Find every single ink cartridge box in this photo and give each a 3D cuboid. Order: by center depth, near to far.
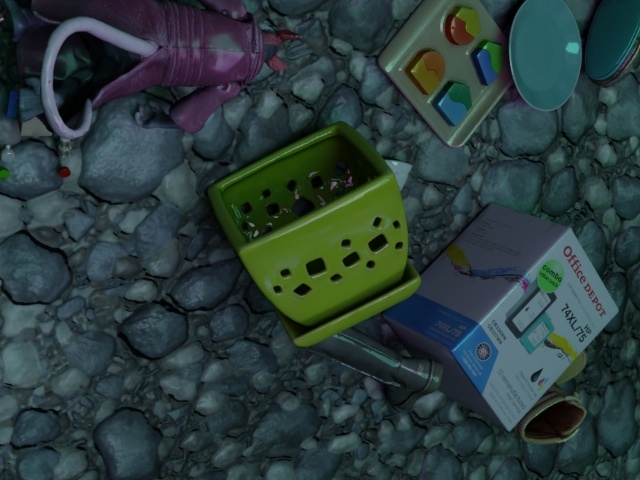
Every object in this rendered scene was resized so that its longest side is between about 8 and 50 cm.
[{"bbox_3d":[0.285,0.114,1.628,0.270,0.197,0.198,-45,120,-13],"label":"ink cartridge box"}]

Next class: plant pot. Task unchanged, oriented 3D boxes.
[{"bbox_3d":[0.000,0.000,1.412,0.228,0.227,0.207,-26,120,-4],"label":"plant pot"}]

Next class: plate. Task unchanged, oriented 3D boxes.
[{"bbox_3d":[0.354,-0.300,1.646,0.188,0.024,0.188,-5,98,-40],"label":"plate"}]

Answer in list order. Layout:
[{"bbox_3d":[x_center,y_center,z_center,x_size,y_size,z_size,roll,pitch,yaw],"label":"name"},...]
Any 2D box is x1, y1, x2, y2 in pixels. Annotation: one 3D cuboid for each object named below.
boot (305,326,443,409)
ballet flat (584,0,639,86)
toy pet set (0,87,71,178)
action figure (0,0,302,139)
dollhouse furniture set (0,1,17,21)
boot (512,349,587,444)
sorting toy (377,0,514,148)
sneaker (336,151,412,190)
[{"bbox_3d":[0.064,0.187,1.582,0.208,0.190,0.076,16,62,-11],"label":"boot"},{"bbox_3d":[0.522,-0.401,1.690,0.106,0.107,0.316,7,100,-44],"label":"ballet flat"},{"bbox_3d":[-0.374,-0.140,1.294,0.122,0.065,0.114,-2,138,-26],"label":"toy pet set"},{"bbox_3d":[-0.182,-0.249,1.237,0.370,0.275,0.248,-5,102,-25],"label":"action figure"},{"bbox_3d":[-0.430,-0.298,1.170,0.144,0.123,0.151,-32,116,-18],"label":"dollhouse furniture set"},{"bbox_3d":[0.382,0.248,1.712,0.261,0.203,0.095,-11,109,-25],"label":"boot"},{"bbox_3d":[0.209,-0.273,1.581,0.208,0.038,0.193,43,81,-30],"label":"sorting toy"},{"bbox_3d":[0.070,-0.102,1.540,0.152,0.053,0.061,12,99,-31],"label":"sneaker"}]
